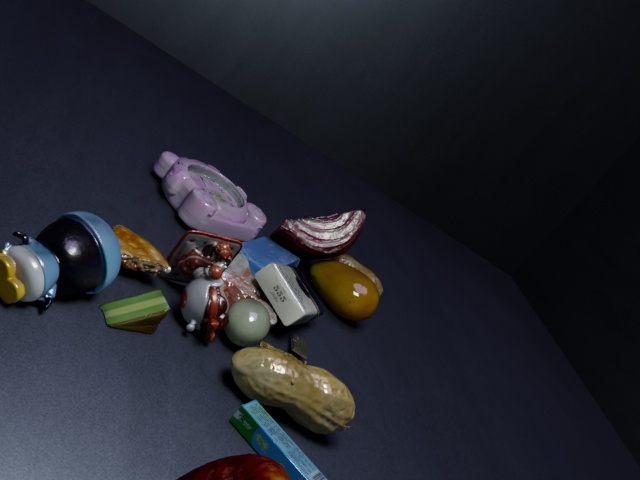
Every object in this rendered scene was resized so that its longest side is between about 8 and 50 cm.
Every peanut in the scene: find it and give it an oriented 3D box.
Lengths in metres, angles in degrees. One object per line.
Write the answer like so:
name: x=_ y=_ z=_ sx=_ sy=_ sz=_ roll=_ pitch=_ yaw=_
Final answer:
peanut: x=-0.063 y=0.332 z=1.743 sx=0.313 sy=0.149 sz=0.149 roll=26 pitch=22 yaw=-21
peanut: x=0.120 y=0.129 z=2.631 sx=0.226 sy=0.095 sz=0.108 roll=34 pitch=34 yaw=-24

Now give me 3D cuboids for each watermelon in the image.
watermelon: x=-0.210 y=0.144 z=2.005 sx=0.241 sy=0.094 sz=0.154 roll=48 pitch=26 yaw=17

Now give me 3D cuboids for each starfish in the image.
starfish: x=-0.070 y=0.313 z=1.920 sx=0.208 sy=0.053 sz=0.176 roll=48 pitch=10 yaw=9

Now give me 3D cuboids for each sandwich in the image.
sandwich: x=-0.395 y=0.142 z=1.648 sx=0.116 sy=0.074 sz=0.074 roll=18 pitch=26 yaw=-47

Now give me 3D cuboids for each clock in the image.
clock: x=-0.344 y=-0.135 z=2.342 sx=0.295 sy=0.113 sz=0.322 roll=15 pitch=29 yaw=-50

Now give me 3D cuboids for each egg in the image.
egg: x=-0.177 y=0.197 z=1.868 sx=0.114 sy=0.114 sz=0.152 roll=37 pitch=7 yaw=-5

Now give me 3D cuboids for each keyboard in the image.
keyboard: x=-0.057 y=0.277 z=2.028 sx=0.049 sy=0.015 sz=0.129 roll=40 pitch=6 yaw=-11

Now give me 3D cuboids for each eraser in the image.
eraser: x=-0.167 y=0.050 z=2.286 sx=0.144 sy=0.042 sz=0.312 roll=32 pitch=13 yaw=11

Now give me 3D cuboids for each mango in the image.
mango: x=0.081 y=0.149 z=2.429 sx=0.175 sy=0.139 sz=0.254 roll=15 pitch=23 yaw=-48

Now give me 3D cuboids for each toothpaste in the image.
toothpaste: x=-0.073 y=0.443 z=1.586 sx=0.267 sy=0.050 sz=0.065 roll=45 pitch=20 yaw=17

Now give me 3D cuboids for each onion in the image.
onion: x=0.000 y=0.000 z=2.483 sx=0.280 sy=0.314 sz=0.146 roll=129 pitch=-55 yaw=-70

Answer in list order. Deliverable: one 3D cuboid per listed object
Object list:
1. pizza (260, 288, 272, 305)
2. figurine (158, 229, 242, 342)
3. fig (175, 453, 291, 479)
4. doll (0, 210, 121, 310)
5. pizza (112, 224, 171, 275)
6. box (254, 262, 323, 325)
pizza: x=-0.160 y=0.149 z=2.139 sx=0.099 sy=0.036 sz=0.160 roll=37 pitch=19 yaw=-4
figurine: x=-0.267 y=0.127 z=1.810 sx=0.160 sy=0.183 sz=0.226 roll=14 pitch=41 yaw=-33
fig: x=-0.137 y=0.444 z=1.219 sx=0.224 sy=0.224 sz=0.263 roll=38 pitch=2 yaw=-3
doll: x=-0.519 y=0.037 z=1.569 sx=0.314 sy=0.141 sz=0.177 roll=-25 pitch=96 yaw=-58
pizza: x=-0.467 y=0.027 z=1.806 sx=0.193 sy=0.053 sz=0.201 roll=6 pitch=26 yaw=-50
box: x=-0.080 y=0.147 z=2.105 sx=0.168 sy=0.071 sz=0.259 roll=57 pitch=9 yaw=9
